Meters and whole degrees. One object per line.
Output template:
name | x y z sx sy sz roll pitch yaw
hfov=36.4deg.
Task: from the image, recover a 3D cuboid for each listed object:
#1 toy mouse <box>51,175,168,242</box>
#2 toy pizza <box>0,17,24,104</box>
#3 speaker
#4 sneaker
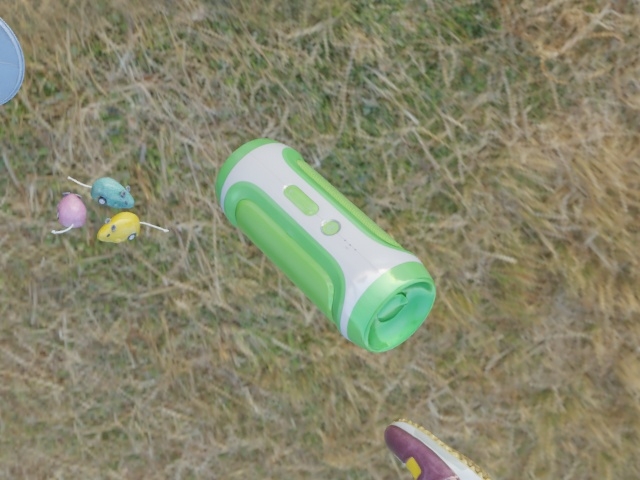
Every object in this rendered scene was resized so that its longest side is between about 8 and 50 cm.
toy mouse | -0.309 -0.054 1.337 0.161 0.143 0.031 -15 143 -39
toy pizza | -0.609 -0.327 1.699 0.201 0.032 0.201 5 123 8
speaker | 0.000 0.000 1.161 0.131 0.296 0.131 -29 143 -25
sneaker | 0.099 0.209 0.736 0.083 0.185 0.069 -54 134 -3
